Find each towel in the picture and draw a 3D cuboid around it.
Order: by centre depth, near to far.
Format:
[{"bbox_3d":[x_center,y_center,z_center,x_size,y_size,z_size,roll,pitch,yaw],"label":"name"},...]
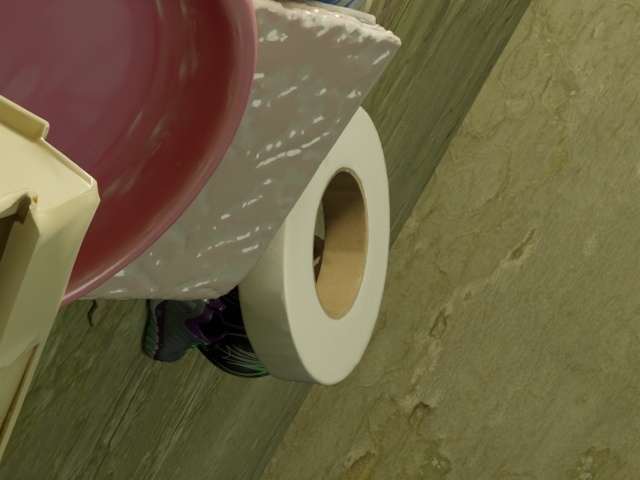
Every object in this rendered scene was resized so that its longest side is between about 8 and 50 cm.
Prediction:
[{"bbox_3d":[-0.126,-0.074,0.965,0.331,0.053,0.317,4,128,-49],"label":"towel"}]

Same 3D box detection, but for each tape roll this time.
[{"bbox_3d":[0.000,0.000,1.625,0.392,0.072,0.392,4,90,-67],"label":"tape roll"}]

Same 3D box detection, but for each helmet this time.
[{"bbox_3d":[-0.097,0.117,1.716,0.169,0.161,0.169,-55,169,-16],"label":"helmet"}]

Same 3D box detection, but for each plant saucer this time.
[{"bbox_3d":[-0.194,-0.078,0.737,0.332,0.084,0.332,-32,152,-20],"label":"plant saucer"}]

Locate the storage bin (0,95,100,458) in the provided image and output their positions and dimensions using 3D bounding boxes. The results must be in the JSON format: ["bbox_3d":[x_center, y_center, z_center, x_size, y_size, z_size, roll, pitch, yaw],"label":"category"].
[{"bbox_3d":[-0.260,0.030,0.499,0.262,0.260,0.123,-64,172,25],"label":"storage bin"}]

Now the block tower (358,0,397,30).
[{"bbox_3d":[-0.034,-0.211,1.203,0.335,0.091,0.097,-37,155,-47],"label":"block tower"}]

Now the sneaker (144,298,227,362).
[{"bbox_3d":[-0.171,0.121,1.563,0.083,0.098,0.224,-53,168,-25],"label":"sneaker"}]

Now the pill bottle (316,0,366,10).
[{"bbox_3d":[-0.035,-0.272,0.959,0.152,0.152,0.272,-59,170,-1],"label":"pill bottle"}]

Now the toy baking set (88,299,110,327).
[{"bbox_3d":[-0.193,-0.007,1.295,0.256,0.030,0.197,-59,169,4],"label":"toy baking set"}]

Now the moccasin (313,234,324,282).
[{"bbox_3d":[-0.034,0.107,2.037,0.147,0.139,0.380,-55,168,-14],"label":"moccasin"}]
